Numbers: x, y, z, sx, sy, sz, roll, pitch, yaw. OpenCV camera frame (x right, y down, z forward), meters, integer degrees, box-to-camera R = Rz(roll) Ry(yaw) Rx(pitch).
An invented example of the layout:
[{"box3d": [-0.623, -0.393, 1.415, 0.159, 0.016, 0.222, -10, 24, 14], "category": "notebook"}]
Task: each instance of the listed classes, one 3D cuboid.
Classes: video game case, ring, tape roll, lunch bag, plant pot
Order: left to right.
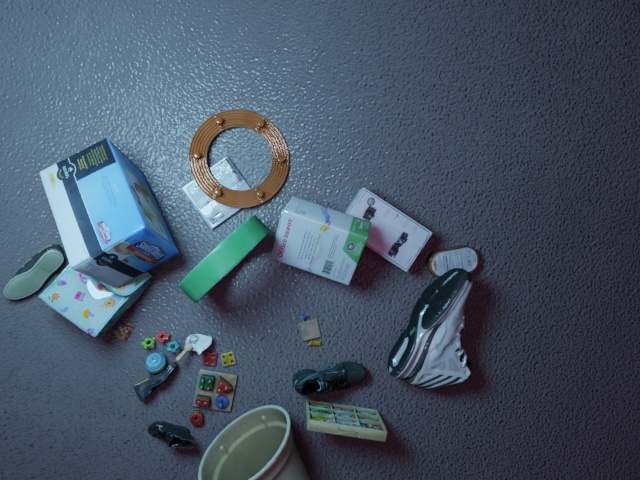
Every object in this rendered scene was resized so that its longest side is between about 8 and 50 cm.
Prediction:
[{"box3d": [-0.711, 0.148, 1.418, 0.223, 0.160, 0.262, 38, 75, -2], "category": "lunch bag"}, {"box3d": [-0.346, -0.163, 1.499, 0.190, 0.022, 0.173, -36, 96, -2], "category": "video game case"}, {"box3d": [-0.295, 0.056, 1.363, 0.321, 0.321, 0.077, -43, 96, -2], "category": "tape roll"}, {"box3d": [-0.272, -0.278, 1.476, 0.337, 0.032, 0.336, 0, 90, -11], "category": "ring"}, {"box3d": [-0.175, 0.779, 1.438, 0.334, 0.334, 0.305, -29, 107, -3], "category": "plant pot"}]

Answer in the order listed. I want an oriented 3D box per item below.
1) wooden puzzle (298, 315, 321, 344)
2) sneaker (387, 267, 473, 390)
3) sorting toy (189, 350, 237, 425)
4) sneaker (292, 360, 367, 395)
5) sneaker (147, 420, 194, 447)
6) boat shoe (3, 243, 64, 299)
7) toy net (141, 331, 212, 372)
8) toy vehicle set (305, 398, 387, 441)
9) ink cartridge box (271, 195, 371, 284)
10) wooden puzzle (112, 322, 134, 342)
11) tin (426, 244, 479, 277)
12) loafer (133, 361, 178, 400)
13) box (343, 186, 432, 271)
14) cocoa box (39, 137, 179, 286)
[{"box3d": [-0.039, 0.319, 1.555, 0.079, 0.014, 0.116, -7, 94, -9], "category": "wooden puzzle"}, {"box3d": [0.451, 0.328, 1.544, 0.257, 0.169, 0.447, 28, 98, -15], "category": "sneaker"}, {"box3d": [-0.366, 0.517, 1.520, 0.132, 0.046, 0.274, 12, 91, -6], "category": "sorting toy"}, {"box3d": [0.038, 0.495, 1.525, 0.267, 0.106, 0.101, -10, 93, -6], "category": "sneaker"}, {"box3d": [-0.511, 0.667, 1.493, 0.170, 0.089, 0.051, 11, 92, -6], "category": "sneaker"}, {"box3d": [-0.939, 0.103, 1.439, 0.228, 0.068, 0.081, -39, 130, 0], "category": "boat shoe"}, {"box3d": [-0.487, 0.364, 1.500, 0.232, 0.045, 0.122, -14, 54, -12], "category": "toy net"}, {"box3d": [0.082, 0.615, 1.503, 0.267, 0.166, 0.035, 11, 92, -6], "category": "toy vehicle set"}, {"box3d": [0.000, 0.000, 1.434, 0.278, 0.117, 0.201, 19, 124, 1], "category": "ink cartridge box"}, {"box3d": [-0.679, 0.316, 1.501, 0.049, 0.006, 0.083, 32, 90, -6], "category": "wooden puzzle"}, {"box3d": [0.478, 0.076, 1.577, 0.190, 0.040, 0.106, -10, 90, -4], "category": "tin"}, {"box3d": [-0.565, 0.469, 1.493, 0.170, 0.062, 0.061, -41, 89, -5], "category": "loafer"}, {"box3d": [0.218, -0.037, 1.521, 0.290, 0.087, 0.169, 32, 90, -5], "category": "box"}, {"box3d": [-0.627, -0.080, 1.317, 0.228, 0.231, 0.347, -29, 69, -4], "category": "cocoa box"}]
